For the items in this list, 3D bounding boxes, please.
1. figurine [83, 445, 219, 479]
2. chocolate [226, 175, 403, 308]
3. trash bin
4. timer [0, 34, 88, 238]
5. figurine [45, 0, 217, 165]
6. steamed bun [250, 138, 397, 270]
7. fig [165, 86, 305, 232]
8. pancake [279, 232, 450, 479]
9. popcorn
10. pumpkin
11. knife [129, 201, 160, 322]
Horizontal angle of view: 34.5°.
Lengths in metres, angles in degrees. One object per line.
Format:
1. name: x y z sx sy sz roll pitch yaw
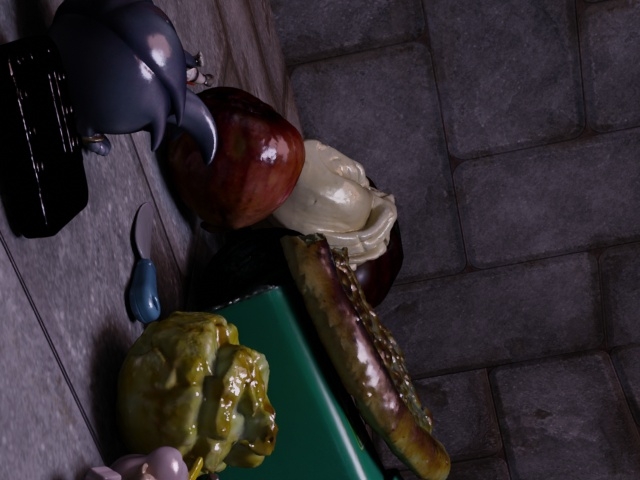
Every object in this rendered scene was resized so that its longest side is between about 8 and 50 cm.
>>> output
1. figurine: -0.189 0.271 1.029 0.229 0.112 0.137 26 81 -74
2. chocolate: 0.000 0.000 2.162 0.383 0.331 0.383 -10 90 -81
3. trash bin: -0.075 0.266 1.423 0.259 0.295 0.381 20 49 -82
4. timer: -0.287 -0.106 1.033 0.144 0.055 0.187 -74 156 -72
5. figurine: -0.219 -0.193 1.216 0.265 0.175 0.197 52 44 -58
6. steamed bun: -0.005 -0.035 1.863 0.289 0.276 0.203 132 -26 -72
7. fig: -0.141 -0.132 1.655 0.263 0.224 0.224 103 -19 -65
8. pancake: 0.082 0.162 1.460 0.426 0.067 0.305 62 15 -2
9. popcorn: -0.145 0.182 1.205 0.221 0.184 0.204 -54 132 -87
10. pumpkin: -0.072 0.127 1.682 0.315 0.238 0.315 55 -11 16
11. knife: -0.237 0.015 1.388 0.244 0.032 0.058 -100 167 -48
